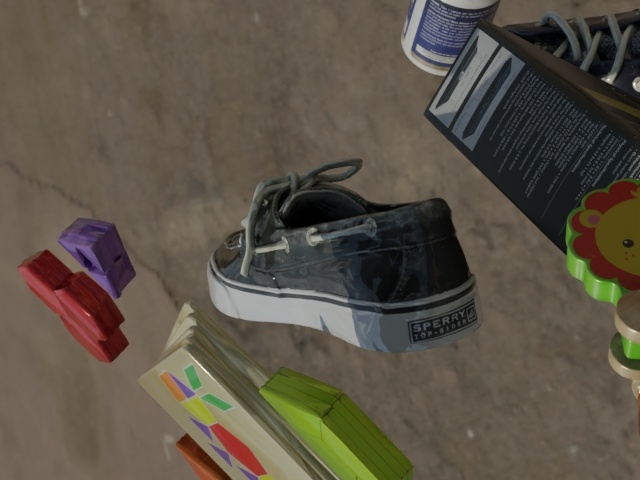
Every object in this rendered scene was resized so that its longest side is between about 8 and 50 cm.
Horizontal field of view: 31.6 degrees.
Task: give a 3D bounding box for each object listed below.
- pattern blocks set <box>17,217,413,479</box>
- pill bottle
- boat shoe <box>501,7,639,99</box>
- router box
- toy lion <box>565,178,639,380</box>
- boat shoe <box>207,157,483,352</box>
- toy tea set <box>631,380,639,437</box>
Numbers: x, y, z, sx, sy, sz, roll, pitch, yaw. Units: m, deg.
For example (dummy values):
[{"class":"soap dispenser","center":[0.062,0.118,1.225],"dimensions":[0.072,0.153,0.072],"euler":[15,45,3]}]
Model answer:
[{"class":"pattern blocks set","center":[-0.026,0.113,0.609],"dimensions":[0.325,0.026,0.285],"euler":[50,157,-10]},{"class":"pill bottle","center":[0.149,-0.267,1.232],"dimensions":[0.169,0.094,0.094],"euler":[105,143,-57]},{"class":"boat shoe","center":[0.245,-0.141,0.934],"dimensions":[0.340,0.158,0.127],"euler":[-36,41,57]},{"class":"router box","center":[0.250,-0.015,0.732],"dimensions":[0.081,0.309,0.243],"euler":[-60,32,18]},{"class":"toy lion","center":[0.155,0.010,0.474],"dimensions":[0.034,0.100,0.096],"euler":[81,-169,-48]},{"class":"boat shoe","center":[-0.004,0.001,0.788],"dimensions":[0.306,0.113,0.105],"euler":[14,118,66]},{"class":"toy tea set","center":[0.509,0.169,1.208],"dimensions":[0.336,0.124,0.200],"euler":[13,125,16]}]
